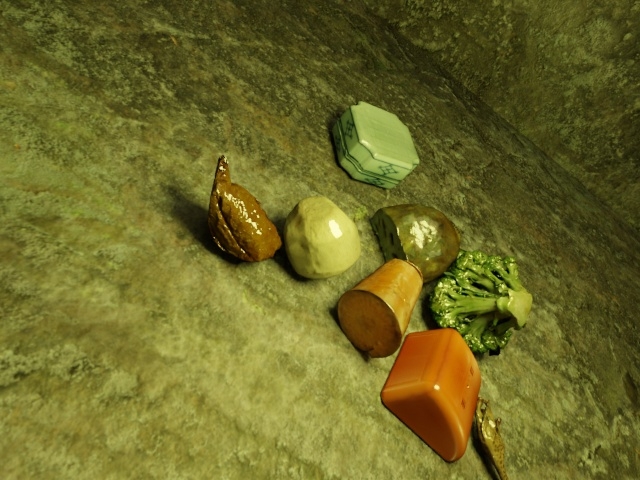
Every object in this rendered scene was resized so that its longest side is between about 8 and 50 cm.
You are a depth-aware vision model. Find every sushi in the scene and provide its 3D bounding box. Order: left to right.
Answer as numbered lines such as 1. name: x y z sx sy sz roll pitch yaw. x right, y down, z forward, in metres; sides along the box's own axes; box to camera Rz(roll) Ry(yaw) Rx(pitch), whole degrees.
1. sushi: -0.205 -0.051 1.014 0.287 0.149 0.140 55 31 -18

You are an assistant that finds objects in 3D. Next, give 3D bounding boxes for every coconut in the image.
1. coconut: 0.000 0.000 1.095 0.225 0.224 0.224 19 49 -24

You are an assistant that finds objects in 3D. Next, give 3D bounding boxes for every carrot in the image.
1. carrot: 0.185 0.163 1.110 0.196 0.196 0.254 50 43 6

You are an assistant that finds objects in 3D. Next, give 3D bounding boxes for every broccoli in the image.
1. broccoli: 0.487 0.176 1.237 0.304 0.283 0.320 21 80 -14

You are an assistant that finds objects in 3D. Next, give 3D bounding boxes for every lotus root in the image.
1. lotus root: 0.336 0.000 1.323 0.261 0.149 0.266 -8 66 -20

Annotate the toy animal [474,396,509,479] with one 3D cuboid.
1. toy animal: 0.466 0.558 1.097 0.149 0.054 0.275 40 35 -42

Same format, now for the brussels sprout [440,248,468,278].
1. brussels sprout: 0.455 0.082 1.433 0.181 0.101 0.139 36 60 -16

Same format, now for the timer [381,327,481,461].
1. timer: 0.325 0.397 1.096 0.250 0.161 0.257 54 42 -12

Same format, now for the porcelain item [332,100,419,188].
1. porcelain item: 0.195 -0.342 1.512 0.286 0.157 0.281 10 55 -31
